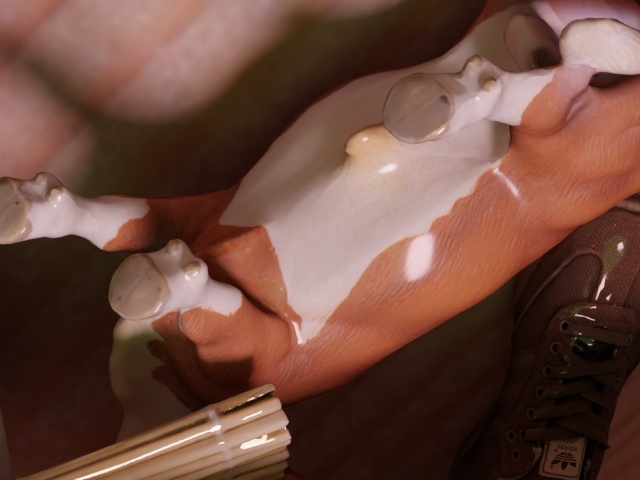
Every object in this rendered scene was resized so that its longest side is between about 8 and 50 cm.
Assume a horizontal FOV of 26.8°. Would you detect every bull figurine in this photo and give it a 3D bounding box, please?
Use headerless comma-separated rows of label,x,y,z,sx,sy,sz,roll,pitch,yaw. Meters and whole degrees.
bull figurine,0.000,0.000,0.494,0.310,0.101,0.188,-39,153,9

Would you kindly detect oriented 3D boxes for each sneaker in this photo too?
sneaker,0.109,0.073,0.582,0.066,0.071,0.188,10,121,-11

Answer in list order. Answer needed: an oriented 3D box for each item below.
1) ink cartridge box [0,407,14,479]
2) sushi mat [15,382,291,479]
ink cartridge box,-0.265,0.062,0.461,0.289,0.121,0.211,-14,124,-21
sushi mat,-0.159,0.146,0.473,0.317,0.019,0.151,-20,148,-14
